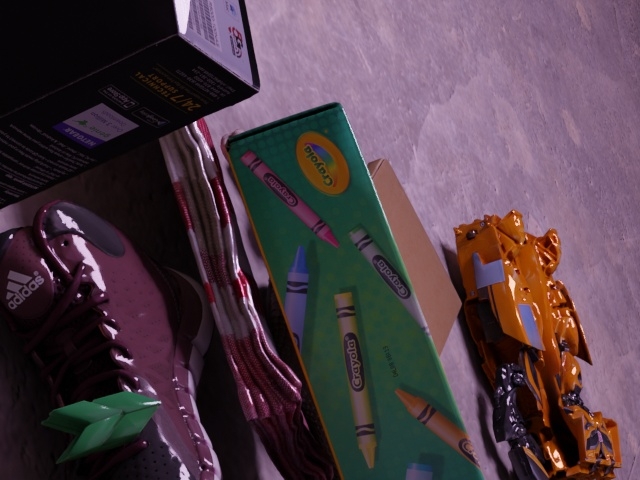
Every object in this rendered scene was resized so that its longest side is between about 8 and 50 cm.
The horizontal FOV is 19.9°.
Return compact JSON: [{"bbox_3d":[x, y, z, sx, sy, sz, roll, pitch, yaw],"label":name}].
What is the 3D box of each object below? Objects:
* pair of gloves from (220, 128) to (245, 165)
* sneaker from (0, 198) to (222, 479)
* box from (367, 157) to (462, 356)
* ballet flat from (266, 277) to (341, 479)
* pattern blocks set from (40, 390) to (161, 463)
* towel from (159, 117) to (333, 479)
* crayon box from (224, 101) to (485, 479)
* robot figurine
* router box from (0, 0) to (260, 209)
[{"bbox_3d":[0.000,0.000,1.388,0.204,0.042,0.240,60,6,0],"label":"pair of gloves"},{"bbox_3d":[-0.142,0.079,1.033,0.162,0.106,0.281,47,19,-30],"label":"sneaker"},{"bbox_3d":[0.066,0.033,1.618,0.164,0.021,0.201,62,23,-14],"label":"box"},{"bbox_3d":[0.018,0.135,1.371,0.084,0.058,0.250,10,60,-65],"label":"ballet flat"},{"bbox_3d":[-0.099,0.229,0.881,0.285,0.026,0.325,-1,64,-30],"label":"pattern blocks set"},{"bbox_3d":[-0.063,-0.005,1.217,0.237,0.037,0.329,74,-3,-70],"label":"towel"},{"bbox_3d":[0.027,0.070,1.160,0.165,0.081,0.278,76,-6,-76],"label":"crayon box"},{"bbox_3d":[0.215,0.123,1.788,0.211,0.085,0.291,18,54,-60],"label":"robot figurine"},{"bbox_3d":[-0.175,-0.176,0.985,0.081,0.243,0.309,31,43,-55],"label":"router box"}]
